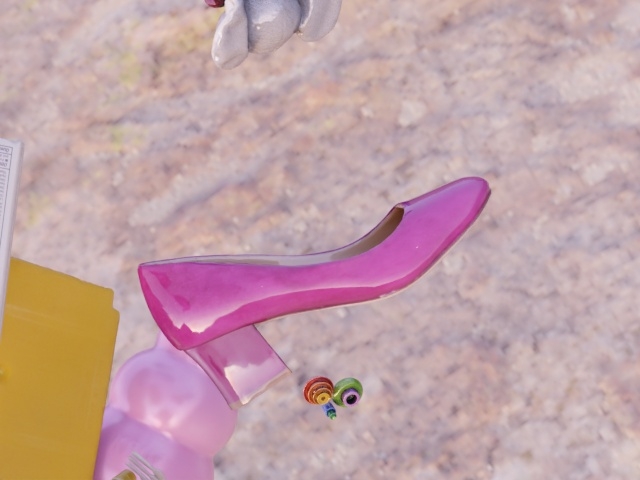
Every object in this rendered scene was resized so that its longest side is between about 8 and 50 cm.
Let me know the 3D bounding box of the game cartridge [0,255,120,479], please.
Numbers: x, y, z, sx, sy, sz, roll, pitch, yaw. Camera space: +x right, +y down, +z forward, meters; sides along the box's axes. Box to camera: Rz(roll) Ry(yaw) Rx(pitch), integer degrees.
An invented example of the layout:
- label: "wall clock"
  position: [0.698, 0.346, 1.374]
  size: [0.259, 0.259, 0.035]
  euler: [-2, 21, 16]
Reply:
- label: "game cartridge"
  position: [-0.395, 0.160, 1.659]
  size: [0.053, 0.324, 0.285]
  euler: [-6, 69, 42]

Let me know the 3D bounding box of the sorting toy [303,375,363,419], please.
- label: "sorting toy"
  position: [0.022, 0.240, 2.080]
  size: [0.042, 0.102, 0.061]
  euler: [-127, 52, -59]

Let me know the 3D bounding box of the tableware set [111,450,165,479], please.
- label: "tableware set"
  position: [-0.159, 0.292, 1.423]
  size: [0.024, 0.154, 0.104]
  euler: [-44, -11, -42]

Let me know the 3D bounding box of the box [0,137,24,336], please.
- label: "box"
  position: [-0.410, 0.044, 1.452]
  size: [0.121, 0.148, 0.311]
  euler: [149, 130, -61]

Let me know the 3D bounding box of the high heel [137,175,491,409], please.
- label: "high heel"
  position: [0.000, 0.000, 1.447]
  size: [0.377, 0.181, 0.127]
  euler: [-37, 6, -15]

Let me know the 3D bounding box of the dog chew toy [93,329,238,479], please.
- label: "dog chew toy"
  position: [-0.205, 0.238, 1.846]
  size: [0.207, 0.207, 0.331]
  euler: [19, 79, 53]

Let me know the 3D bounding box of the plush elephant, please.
- label: "plush elephant"
  position: [-0.117, -0.413, 2.216]
  size: [0.272, 0.255, 0.330]
  euler: [-12, 15, -33]
